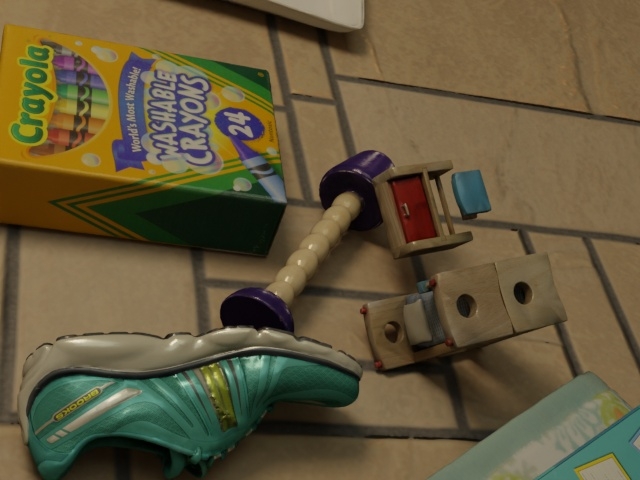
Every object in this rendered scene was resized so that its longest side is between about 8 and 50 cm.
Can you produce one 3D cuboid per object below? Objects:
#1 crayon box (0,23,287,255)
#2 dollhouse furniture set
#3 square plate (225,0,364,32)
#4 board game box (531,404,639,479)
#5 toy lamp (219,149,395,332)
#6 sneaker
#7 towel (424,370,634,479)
[{"bbox_3d":[-0.203,-0.101,0.999,0.323,0.083,0.203,7,45,-17],"label":"crayon box"},{"bbox_3d":[0.110,0.009,0.944,0.129,0.129,0.184,-9,79,-31],"label":"dollhouse furniture set"},{"bbox_3d":[-0.111,-0.405,1.368,0.347,0.049,0.344,14,44,-11],"label":"square plate"},{"bbox_3d":[0.262,0.253,0.731,0.336,0.079,0.254,-21,61,-38],"label":"board game box"},{"bbox_3d":[0.000,0.000,0.995,0.080,0.080,0.275,32,45,8],"label":"toy lamp"},{"bbox_3d":[-0.097,0.134,0.822,0.275,0.107,0.110,-2,68,-20],"label":"sneaker"},{"bbox_3d":[0.209,0.290,0.792,0.374,0.090,0.320,-23,63,-39],"label":"towel"}]
